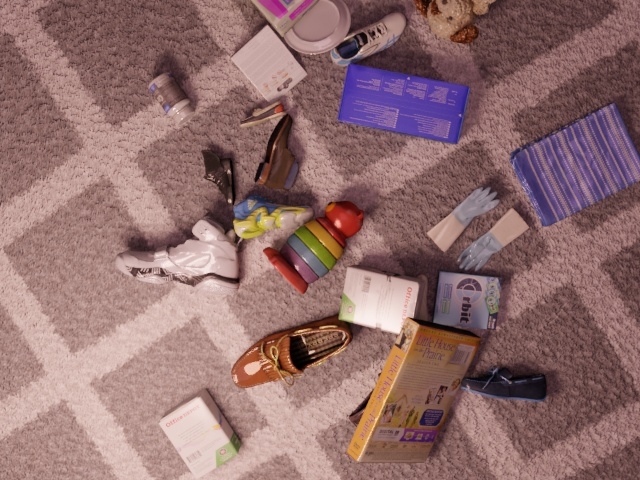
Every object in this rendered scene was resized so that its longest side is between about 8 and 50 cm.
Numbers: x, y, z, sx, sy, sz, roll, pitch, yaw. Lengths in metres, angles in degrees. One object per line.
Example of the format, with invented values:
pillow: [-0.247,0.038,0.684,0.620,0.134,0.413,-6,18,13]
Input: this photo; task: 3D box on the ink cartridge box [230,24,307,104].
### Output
ink cartridge box: [-0.148,-0.506,1.947,0.145,0.045,0.179,-40,111,6]

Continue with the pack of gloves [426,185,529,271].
pack of gloves: [0.455,-0.034,1.966,0.232,0.046,0.195,-42,104,9]

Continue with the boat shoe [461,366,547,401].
boat shoe: [0.537,0.414,1.983,0.258,0.109,0.089,7,89,-14]

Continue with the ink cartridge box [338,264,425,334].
ink cartridge box: [0.178,0.170,1.932,0.219,0.092,0.160,13,97,22]

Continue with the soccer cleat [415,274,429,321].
soccer cleat: [0.289,0.197,1.983,0.076,0.068,0.196,12,96,-17]

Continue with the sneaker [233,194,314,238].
sneaker: [-0.142,-0.091,1.956,0.240,0.091,0.126,-13,63,-19]

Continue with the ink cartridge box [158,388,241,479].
ink cartridge box: [-0.362,0.581,2.038,0.154,0.093,0.212,-33,95,5]

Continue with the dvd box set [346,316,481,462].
dvd box set: [0.271,0.434,1.914,0.307,0.062,0.421,16,100,-42]

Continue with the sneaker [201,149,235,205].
sneaker: [-0.301,-0.183,1.976,0.089,0.051,0.170,-4,91,3]

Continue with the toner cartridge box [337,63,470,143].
toner cartridge box: [0.233,-0.385,1.913,0.347,0.075,0.165,12,98,2]

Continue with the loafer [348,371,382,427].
loafer: [0.190,0.439,1.991,0.095,0.109,0.303,30,99,5]

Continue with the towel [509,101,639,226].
towel: [0.736,-0.214,1.925,0.336,0.040,0.243,-27,95,5]

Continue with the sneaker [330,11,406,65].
sneaker: [0.137,-0.565,1.895,0.237,0.086,0.085,-29,92,4]

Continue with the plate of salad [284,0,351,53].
plate of salad: [-0.011,-0.612,1.907,0.199,0.048,0.200,-3,75,11]

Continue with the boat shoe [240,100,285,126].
boat shoe: [-0.171,-0.364,1.950,0.137,0.049,0.043,-19,92,2]

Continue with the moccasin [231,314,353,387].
moccasin: [-0.084,0.338,1.970,0.379,0.147,0.139,-17,95,5]

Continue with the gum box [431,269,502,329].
gum box: [0.429,0.174,1.980,0.184,0.041,0.157,6,96,3]

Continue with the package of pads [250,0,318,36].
package of pads: [-0.122,-0.753,1.858,0.229,0.101,0.296,-42,83,6]

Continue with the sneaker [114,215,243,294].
sneaker: [-0.401,0.025,1.963,0.365,0.137,0.210,11,96,-3]

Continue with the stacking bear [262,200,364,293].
stacking bear: [0.000,0.000,1.931,0.289,0.175,0.164,-43,107,-2]

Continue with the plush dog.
plush dog: [0.384,-0.663,1.847,0.262,0.210,0.225,48,113,25]

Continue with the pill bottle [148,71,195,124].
pill bottle: [-0.426,-0.407,1.943,0.078,0.078,0.137,-36,93,6]

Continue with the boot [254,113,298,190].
boot: [-0.104,-0.250,1.959,0.106,0.082,0.219,23,93,-22]
